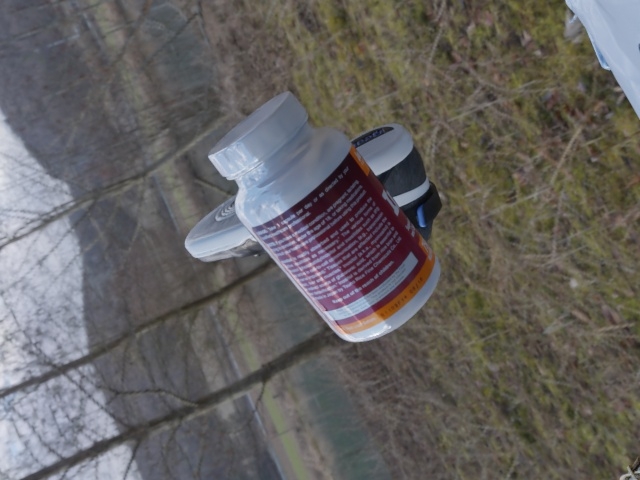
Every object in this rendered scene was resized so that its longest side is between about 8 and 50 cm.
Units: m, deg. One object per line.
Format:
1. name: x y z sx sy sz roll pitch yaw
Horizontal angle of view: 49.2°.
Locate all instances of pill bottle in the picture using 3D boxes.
1. pill bottle: 0.002 -0.015 0.445 0.152 0.086 0.086 51 176 -18

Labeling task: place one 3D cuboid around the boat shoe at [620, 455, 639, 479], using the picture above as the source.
1. boat shoe: 0.255 0.193 0.520 0.063 0.059 0.170 78 -167 -74

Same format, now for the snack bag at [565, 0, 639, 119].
1. snack bag: 0.288 -0.038 0.385 0.323 0.037 0.342 55 -177 -8

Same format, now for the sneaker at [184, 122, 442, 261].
1. sneaker: 0.000 0.000 0.602 0.121 0.217 0.079 58 -161 -25
